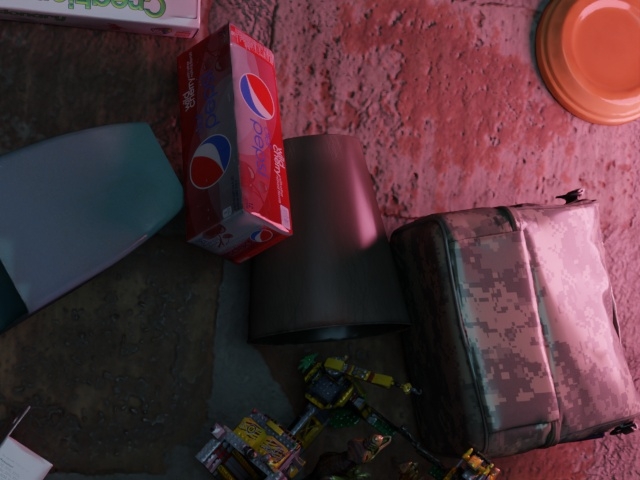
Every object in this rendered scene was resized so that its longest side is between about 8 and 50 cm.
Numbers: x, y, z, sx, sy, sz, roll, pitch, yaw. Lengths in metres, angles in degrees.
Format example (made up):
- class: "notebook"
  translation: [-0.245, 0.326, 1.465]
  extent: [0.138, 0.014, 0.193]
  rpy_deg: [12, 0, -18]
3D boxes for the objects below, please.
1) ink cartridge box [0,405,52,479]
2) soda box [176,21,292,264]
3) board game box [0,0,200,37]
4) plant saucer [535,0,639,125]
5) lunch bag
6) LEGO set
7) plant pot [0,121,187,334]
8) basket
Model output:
- class: "ink cartridge box"
  translation: [-0.349, 0.271, 1.497]
  extent: [0.061, 0.104, 0.181]
  rpy_deg: [36, 74, -9]
- class: "soda box"
  translation: [-0.101, -0.112, 1.573]
  extent: [0.083, 0.092, 0.263]
  rpy_deg: [27, 46, -42]
- class: "board game box"
  translation: [-0.292, -0.351, 1.631]
  extent: [0.305, 0.053, 0.193]
  rpy_deg: [3, 81, -16]
- class: "plant saucer"
  translation: [0.383, -0.253, 1.828]
  extent: [0.200, 0.037, 0.200]
  rpy_deg: [2, 81, -16]
- class: "lunch bag"
  translation: [0.243, 0.103, 1.642]
  extent: [0.256, 0.212, 0.305]
  rpy_deg: [-10, 86, -17]
- class: "LEGO set"
  translation: [0.028, 0.254, 1.503]
  extent: [0.255, 0.192, 0.331]
  rpy_deg: [-40, 55, -8]
- class: "plant pot"
  translation: [-0.281, -0.031, 1.537]
  extent: [0.234, 0.165, 0.166]
  rpy_deg: [-30, 91, -28]
- class: "basket"
  translation: [0.000, 0.000, 1.622]
  extent: [0.204, 0.154, 0.227]
  rpy_deg: [-1, 78, -27]
